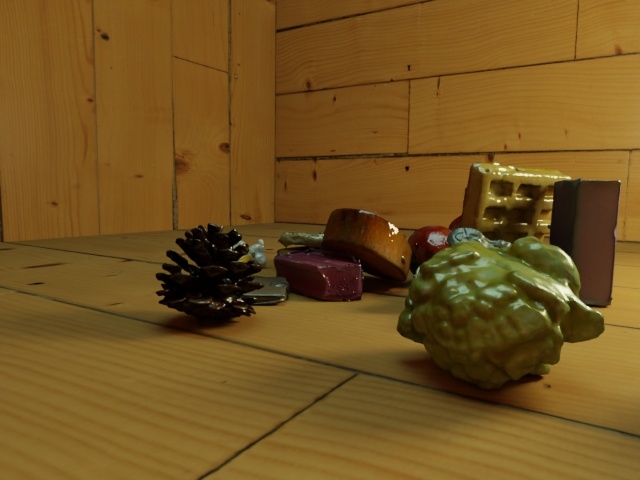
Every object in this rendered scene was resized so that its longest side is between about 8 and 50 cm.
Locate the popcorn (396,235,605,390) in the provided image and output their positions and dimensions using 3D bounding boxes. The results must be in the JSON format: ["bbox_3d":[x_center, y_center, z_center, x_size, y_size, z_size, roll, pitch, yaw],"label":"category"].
[{"bbox_3d":[0.232,0.098,0.672,0.255,0.194,0.256,-8,4,8],"label":"popcorn"}]

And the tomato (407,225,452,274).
[{"bbox_3d":[0.312,0.036,1.328,0.168,0.167,0.167,1,6,0],"label":"tomato"}]

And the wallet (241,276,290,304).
[{"bbox_3d":[-0.130,0.116,1.121,0.118,0.038,0.152,-1,9,0],"label":"wallet"}]

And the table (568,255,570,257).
[{"bbox_3d":[0.410,0.095,1.054,0.240,0.121,0.111,5,-13,31],"label":"table"}]

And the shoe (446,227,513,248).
[{"bbox_3d":[0.380,0.034,1.154,0.169,0.071,0.099,19,-29,13],"label":"shoe"}]

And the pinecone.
[{"bbox_3d":[-0.204,0.061,0.905,0.208,0.207,0.208,1,6,0],"label":"pinecone"}]

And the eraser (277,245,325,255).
[{"bbox_3d":[-0.013,0.055,1.605,0.158,0.069,0.226,3,6,40],"label":"eraser"}]

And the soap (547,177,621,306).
[{"bbox_3d":[0.643,-0.006,1.205,0.107,0.295,0.285,3,8,17],"label":"soap"}]

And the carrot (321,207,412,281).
[{"bbox_3d":[0.126,0.023,1.303,0.259,0.100,0.307,27,-13,11],"label":"carrot"}]

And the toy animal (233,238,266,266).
[{"bbox_3d":[-0.274,0.057,1.558,0.182,0.130,0.127,6,-29,-26],"label":"toy animal"}]

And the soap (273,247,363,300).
[{"bbox_3d":[0.008,0.080,1.195,0.162,0.099,0.250,-3,7,-37],"label":"soap"}]

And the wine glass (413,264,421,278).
[{"bbox_3d":[0.304,0.108,0.987,0.222,0.103,0.103,5,7,29],"label":"wine glass"}]

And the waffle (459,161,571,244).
[{"bbox_3d":[0.528,-0.042,1.379,0.305,0.347,0.077,0,20,-19],"label":"waffle"}]

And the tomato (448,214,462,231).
[{"bbox_3d":[0.497,-0.002,1.545,0.208,0.184,0.208,-21,-11,-4],"label":"tomato"}]

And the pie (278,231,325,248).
[{"bbox_3d":[0.000,0.000,1.550,0.275,0.055,0.274,2,2,0],"label":"pie"}]
